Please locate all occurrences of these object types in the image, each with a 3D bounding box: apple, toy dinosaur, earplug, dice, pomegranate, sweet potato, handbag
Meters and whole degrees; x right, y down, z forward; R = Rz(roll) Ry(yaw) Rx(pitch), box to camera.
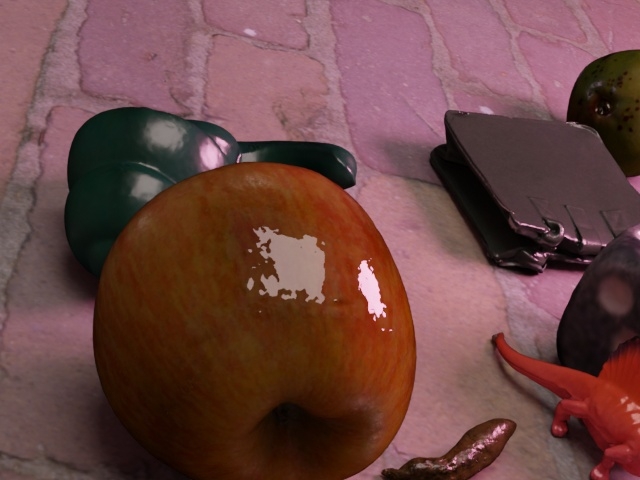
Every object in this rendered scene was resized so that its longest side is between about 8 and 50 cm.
[{"bbox_3d":[-0.046,0.079,0.983,0.264,0.264,0.264,15,33,-10],"label":"apple"},{"bbox_3d":[0.278,0.137,1.189,0.070,0.139,0.286,-6,41,-38],"label":"toy dinosaur"},{"bbox_3d":[-0.127,-0.040,1.213,0.257,0.164,0.280,34,45,-10],"label":"earplug"},{"bbox_3d":[0.369,0.094,1.270,0.181,0.183,0.182,-16,46,-42],"label":"dice"},{"bbox_3d":[0.454,-0.173,1.739,0.224,0.181,0.181,15,27,-49],"label":"pomegranate"},{"bbox_3d":[0.126,0.197,1.111,0.153,0.038,0.041,-16,26,-33],"label":"sweet potato"},{"bbox_3d":[0.286,-0.059,1.542,0.247,0.079,0.260,4,37,-25],"label":"handbag"}]
